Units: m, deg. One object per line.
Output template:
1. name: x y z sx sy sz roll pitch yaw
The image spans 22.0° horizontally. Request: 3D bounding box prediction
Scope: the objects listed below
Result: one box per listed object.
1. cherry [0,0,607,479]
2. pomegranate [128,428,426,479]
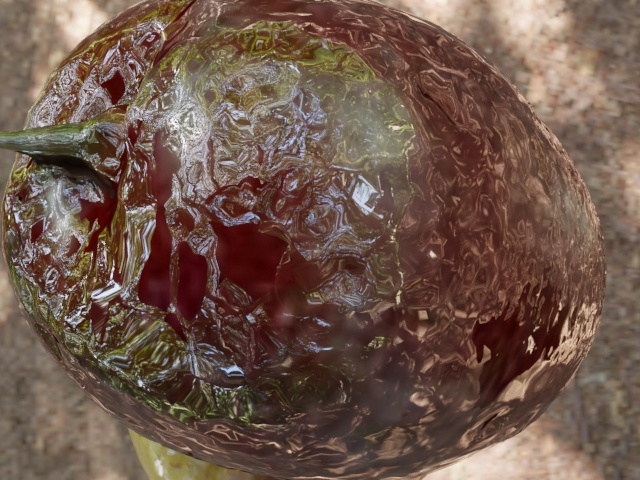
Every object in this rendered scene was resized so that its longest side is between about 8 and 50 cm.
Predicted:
1. cherry: 0.000 0.000 0.686 0.230 0.300 0.203 -8 70 52
2. pomegranate: -0.018 0.090 1.034 0.215 0.215 0.215 -3 85 41
